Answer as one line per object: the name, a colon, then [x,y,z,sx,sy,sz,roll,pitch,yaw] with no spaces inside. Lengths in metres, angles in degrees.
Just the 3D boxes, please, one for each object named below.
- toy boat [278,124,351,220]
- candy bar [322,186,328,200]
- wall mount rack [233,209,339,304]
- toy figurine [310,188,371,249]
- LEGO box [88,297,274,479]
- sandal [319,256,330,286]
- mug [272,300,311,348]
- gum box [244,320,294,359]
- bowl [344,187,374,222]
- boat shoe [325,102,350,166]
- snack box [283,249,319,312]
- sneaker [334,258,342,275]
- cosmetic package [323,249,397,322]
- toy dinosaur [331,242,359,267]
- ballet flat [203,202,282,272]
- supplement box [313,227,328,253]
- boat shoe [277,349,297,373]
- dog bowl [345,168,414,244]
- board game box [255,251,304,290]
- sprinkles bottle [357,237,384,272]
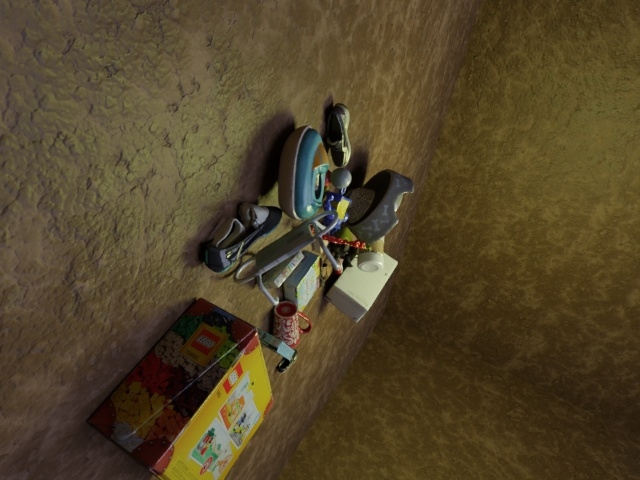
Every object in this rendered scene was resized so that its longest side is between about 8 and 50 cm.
toy boat: [-0.012,-0.193,1.264,0.318,0.148,0.267,-18,113,-72]
candy bar: [-0.009,-0.142,1.569,0.161,0.018,0.040,-56,160,-26]
wall mount rack: [-0.080,0.035,1.265,0.350,0.130,0.304,-31,-155,6]
toy figurine: [0.090,-0.094,1.592,0.363,0.192,0.217,10,93,-65]
LEGO box: [-0.324,0.459,1.171,0.372,0.193,0.499,-52,157,-34]
sandal: [0.013,0.139,1.845,0.219,0.060,0.089,83,4,-58]
mug: [-0.120,0.316,1.670,0.150,0.113,0.169,-27,136,-33]
gum box: [-0.182,0.343,1.469,0.041,0.157,0.184,-61,160,-17]
bowl: [0.142,-0.164,1.810,0.170,0.080,0.170,-49,-161,23]
boat shoe: [0.051,-0.337,1.422,0.073,0.080,0.223,-43,146,-38]
snack box: [-0.072,0.170,1.690,0.174,0.070,0.207,-54,156,-35]
sneaker: [0.081,0.126,2.088,0.067,0.042,0.118,-42,143,-57]
cosmetic package: [0.212,0.205,2.223,0.385,0.217,0.156,-52,176,-42]
toy dinosaur: [0.097,0.024,1.939,0.313,0.121,0.160,63,24,-54]
ballet flat: [-0.192,-0.031,1.109,0.280,0.096,0.096,-50,144,-39]
supplement box: [0.000,0.000,1.732,0.062,0.036,0.098,-57,158,-27]
boat shoe: [-0.146,0.548,1.969,0.133,0.049,0.042,-44,160,-38]
dog bowl: [0.239,-0.153,1.839,0.348,0.102,0.348,-48,-160,23]
board game box: [-0.133,0.099,1.409,0.026,0.104,0.154,55,50,-19]
sprinkles bottle: [0.243,-0.030,2.024,0.121,0.122,0.354,78,17,-60]
